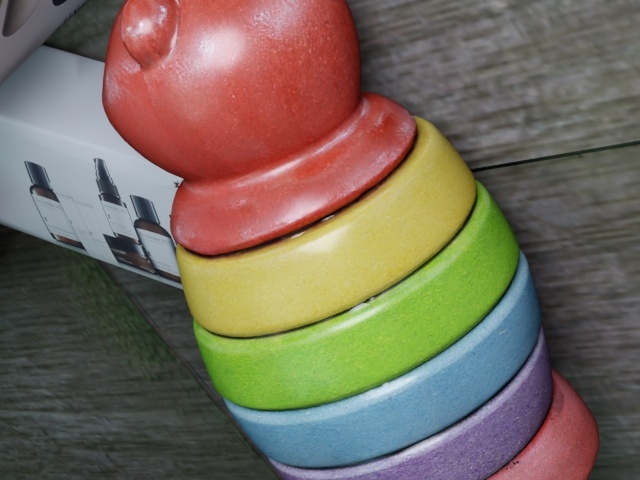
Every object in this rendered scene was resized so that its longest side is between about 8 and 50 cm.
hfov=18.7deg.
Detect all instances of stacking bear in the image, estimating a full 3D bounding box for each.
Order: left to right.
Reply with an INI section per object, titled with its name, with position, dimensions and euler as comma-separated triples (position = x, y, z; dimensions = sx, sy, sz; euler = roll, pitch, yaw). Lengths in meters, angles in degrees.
[stacking bear]
position = 0.000, 0.000, 0.871
dimensions = 0.164, 0.175, 0.289
euler = -1, 123, 48

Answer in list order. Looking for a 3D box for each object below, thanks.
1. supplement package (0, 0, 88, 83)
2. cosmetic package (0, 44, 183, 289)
[supplement package]
position = -0.166, -0.162, 0.787
dimensions = 0.149, 0.194, 0.203
euler = 38, 149, 3
[cosmetic package]
position = -0.139, -0.048, 1.029
dimensions = 0.239, 0.060, 0.099
euler = 18, 141, 30
